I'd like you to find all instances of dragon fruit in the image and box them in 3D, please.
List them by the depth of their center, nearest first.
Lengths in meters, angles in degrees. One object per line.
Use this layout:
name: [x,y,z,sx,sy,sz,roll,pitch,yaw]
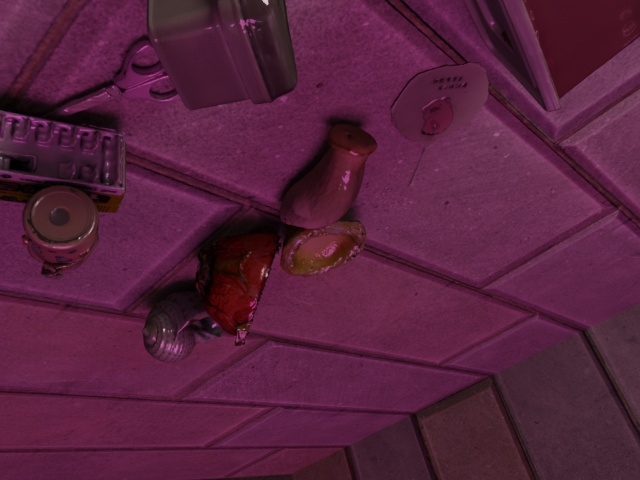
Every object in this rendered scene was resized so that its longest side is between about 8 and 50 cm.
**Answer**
dragon fruit: [-0.179,0.070,1.133,0.148,0.223,0.218,21,178,-7]

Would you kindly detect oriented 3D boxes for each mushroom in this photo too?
mushroom: [0.018,-0.101,1.025,0.096,0.108,0.247,-45,176,-44]

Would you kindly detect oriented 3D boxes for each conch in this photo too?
conch: [-0.304,0.178,1.273,0.172,0.131,0.200,-62,161,17]

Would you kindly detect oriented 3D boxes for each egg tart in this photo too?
egg tart: [0.000,0.000,1.173,0.197,0.078,0.197,-19,155,-9]

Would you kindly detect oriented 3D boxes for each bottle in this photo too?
bottle: [-0.354,-0.004,0.794,0.099,0.098,0.152,-1,160,-24]

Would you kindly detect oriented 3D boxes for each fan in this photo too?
fan: [0.200,-0.192,1.046,0.182,0.010,0.310,-10,147,-12]

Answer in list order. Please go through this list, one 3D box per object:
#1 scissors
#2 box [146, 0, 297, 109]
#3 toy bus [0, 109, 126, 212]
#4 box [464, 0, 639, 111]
scissors: [-0.285,-0.203,0.787,0.213,0.021,0.110,-20,152,4]
box: [-0.105,-0.253,0.623,0.130,0.210,0.148,-11,149,5]
toy bus: [-0.409,-0.114,0.759,0.302,0.113,0.139,6,159,-33]
box: [0.282,-0.323,0.719,0.168,0.193,0.294,-35,145,17]
